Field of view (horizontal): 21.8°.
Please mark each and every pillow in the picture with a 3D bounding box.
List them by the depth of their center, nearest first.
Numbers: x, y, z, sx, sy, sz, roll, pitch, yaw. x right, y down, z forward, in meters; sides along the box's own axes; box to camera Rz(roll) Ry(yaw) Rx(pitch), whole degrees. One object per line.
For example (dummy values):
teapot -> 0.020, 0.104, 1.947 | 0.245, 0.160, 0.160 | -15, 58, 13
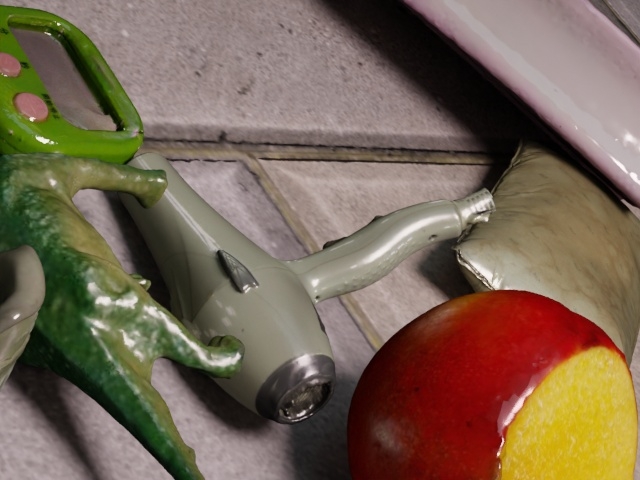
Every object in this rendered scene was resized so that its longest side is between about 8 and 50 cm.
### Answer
pillow -> 0.210, 0.018, 1.402 | 0.185, 0.075, 0.302 | 43, 28, -2

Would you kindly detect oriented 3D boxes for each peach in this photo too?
peach -> 0.113, 0.126, 1.029 | 0.190, 0.190, 0.192 | 28, 12, -22

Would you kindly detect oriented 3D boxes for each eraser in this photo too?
eraser -> 0.194, -0.191, 1.555 | 0.359, 0.122, 0.272 | 41, 9, 2

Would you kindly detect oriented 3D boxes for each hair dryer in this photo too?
hair dryer -> -0.032, -0.007, 1.093 | 0.219, 0.088, 0.225 | 31, 59, 23

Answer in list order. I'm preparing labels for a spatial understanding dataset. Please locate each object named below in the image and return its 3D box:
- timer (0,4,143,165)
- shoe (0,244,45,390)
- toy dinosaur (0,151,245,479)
timer -> -0.190, -0.100, 1.121 | 0.128, 0.047, 0.140 | -2, 50, -49
shoe -> -0.265, -0.010, 0.808 | 0.293, 0.149, 0.109 | 32, 31, -18
toy dinosaur -> -0.203, 0.001, 0.930 | 0.301, 0.087, 0.447 | 15, 31, -39
